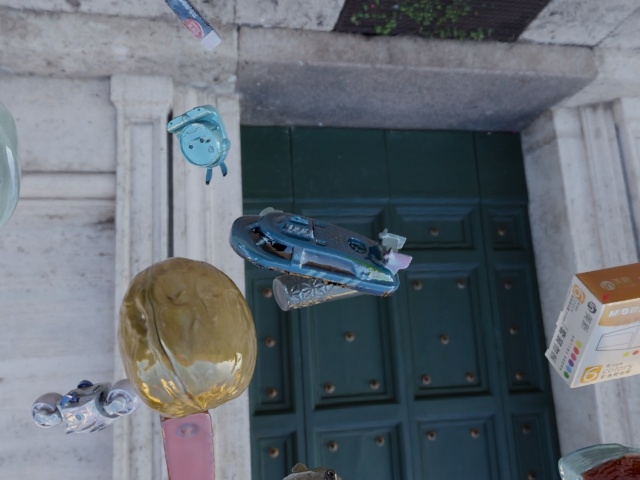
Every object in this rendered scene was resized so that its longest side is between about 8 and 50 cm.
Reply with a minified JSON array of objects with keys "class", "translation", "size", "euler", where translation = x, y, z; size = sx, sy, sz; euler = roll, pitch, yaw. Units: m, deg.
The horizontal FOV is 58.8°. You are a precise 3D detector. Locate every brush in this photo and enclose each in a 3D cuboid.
[{"class":"brush","translation":[-0.190,0.330,0.820],"size":[0.070,0.323,0.051],"euler":[-4,-165,-17]}]

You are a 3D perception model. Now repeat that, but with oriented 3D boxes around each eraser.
[{"class":"eraser","translation":[-0.173,-0.298,0.754],"size":[0.027,0.019,0.099],"euler":[-36,116,15]}]

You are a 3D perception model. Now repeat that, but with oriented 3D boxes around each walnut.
[{"class":"walnut","translation":[-0.165,0.116,0.703],"size":[0.165,0.197,0.165],"euler":[-18,142,-15]}]

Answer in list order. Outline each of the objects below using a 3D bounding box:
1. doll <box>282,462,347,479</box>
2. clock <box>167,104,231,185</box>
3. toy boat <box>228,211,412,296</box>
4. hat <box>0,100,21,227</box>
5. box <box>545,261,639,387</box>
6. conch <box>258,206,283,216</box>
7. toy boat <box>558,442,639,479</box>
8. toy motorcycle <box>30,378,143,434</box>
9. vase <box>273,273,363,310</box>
[{"class":"doll","translation":[0.001,0.704,1.442],"size":[0.247,0.247,0.349],"euler":[-2,-175,-5]},{"class":"clock","translation":[-0.231,-0.188,1.131],"size":[0.108,0.147,0.045],"euler":[-19,-168,26]},{"class":"toy boat","translation":[0.000,0.000,0.960],"size":[0.299,0.134,0.092],"euler":[15,122,-14]},{"class":"hat","translation":[-0.442,-0.080,0.687],"size":[0.168,0.258,0.301],"euler":[-26,175,-24]},{"class":"box","translation":[0.563,0.142,1.009],"size":[0.274,0.091,0.220],"euler":[-10,128,-8]},{"class":"conch","translation":[-0.137,-0.052,1.590],"size":[0.057,0.085,0.076],"euler":[19,164,46]},{"class":"toy boat","translation":[0.522,0.416,0.943],"size":[0.332,0.145,0.133],"euler":[24,179,-25]},{"class":"toy motorcycle","translation":[-0.483,0.353,1.188],"size":[0.254,0.112,0.112],"euler":[-12,167,12]},{"class":"vase","translation":[0.008,0.112,1.684],"size":[0.301,0.156,0.251],"euler":[-16,-145,-27]}]
